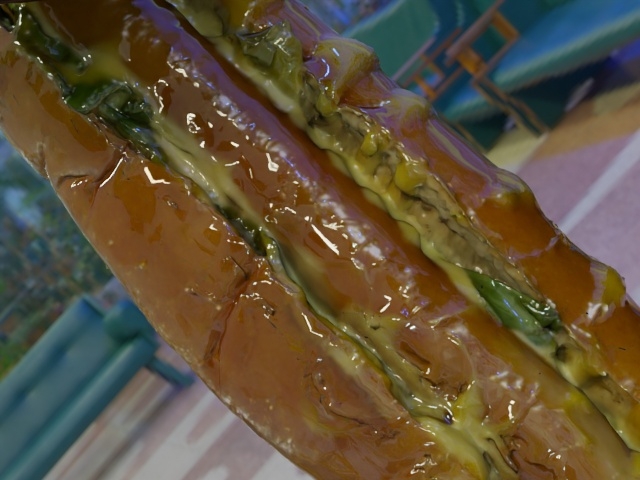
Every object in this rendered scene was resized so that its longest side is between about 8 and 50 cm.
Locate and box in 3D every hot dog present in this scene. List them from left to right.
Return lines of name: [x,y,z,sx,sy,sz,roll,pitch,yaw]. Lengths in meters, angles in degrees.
hot dog: [0.000,0.000,0.390,0.115,0.269,0.072,-47,-9,-18]

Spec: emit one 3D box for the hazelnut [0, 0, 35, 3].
hazelnut: [-0.099,-0.123,0.322,0.154,0.143,0.143,0,-28,-43]
